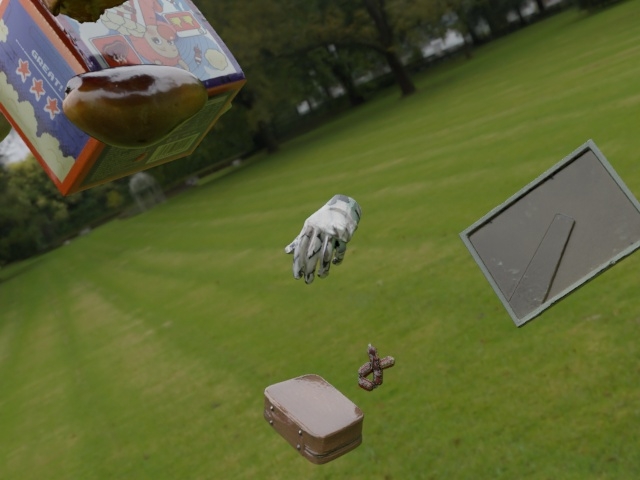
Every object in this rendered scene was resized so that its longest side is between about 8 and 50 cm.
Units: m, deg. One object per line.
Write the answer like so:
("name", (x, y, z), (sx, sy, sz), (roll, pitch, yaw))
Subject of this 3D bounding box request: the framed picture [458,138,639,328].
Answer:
("framed picture", (0.352, -0.010, 1.304), (0.250, 0.184, 0.016), (-39, -30, 17))

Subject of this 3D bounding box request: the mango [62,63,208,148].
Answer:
("mango", (-0.287, -0.211, 1.367), (0.267, 0.133, 0.111), (-21, -19, -49))

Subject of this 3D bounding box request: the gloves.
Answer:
("gloves", (0.003, -0.003, 1.963), (0.212, 0.127, 0.111), (-53, -12, -29))

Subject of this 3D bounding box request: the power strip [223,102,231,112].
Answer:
("power strip", (-0.312, -0.259, 1.989), (0.272, 0.052, 0.078), (-35, 0, 2))

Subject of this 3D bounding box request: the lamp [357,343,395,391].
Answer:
("lamp", (0.101, 0.250, 1.683), (0.083, 0.063, 0.031), (-61, -13, 7))

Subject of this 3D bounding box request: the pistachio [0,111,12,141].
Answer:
("pistachio", (-0.860, -0.313, 2.228), (0.238, 0.137, 0.153), (-11, 55, 59))

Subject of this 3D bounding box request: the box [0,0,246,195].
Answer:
("box", (-0.386, -0.314, 1.621), (0.348, 0.319, 0.257), (-27, -13, -50))

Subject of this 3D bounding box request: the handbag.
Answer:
("handbag", (-0.010, 0.338, 1.684), (0.151, 0.072, 0.193), (-16, 30, -36))

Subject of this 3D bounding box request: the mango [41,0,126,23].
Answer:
("mango", (-0.353, -0.474, 1.289), (0.201, 0.350, 0.199), (3, -32, -35))
